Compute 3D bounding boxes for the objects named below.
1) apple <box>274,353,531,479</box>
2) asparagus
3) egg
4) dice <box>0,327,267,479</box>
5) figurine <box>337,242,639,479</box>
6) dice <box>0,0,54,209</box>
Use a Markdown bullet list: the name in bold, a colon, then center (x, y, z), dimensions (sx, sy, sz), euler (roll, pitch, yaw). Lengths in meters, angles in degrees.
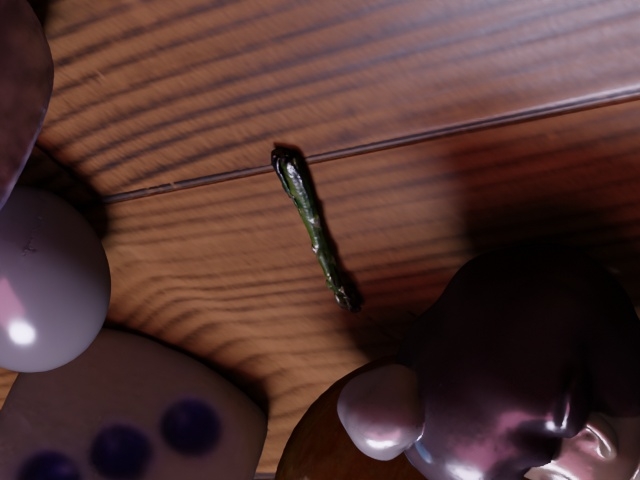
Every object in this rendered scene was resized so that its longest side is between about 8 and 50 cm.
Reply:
- **apple**: center (0.116, 0.228, 1.447), dimensions (0.309, 0.250, 0.277), euler (14, 173, -28)
- **asparagus**: center (0.000, 0.000, 1.363), dimensions (0.022, 0.023, 0.233), euler (56, 174, 37)
- **egg**: center (-0.257, 0.033, 1.447), dimensions (0.146, 0.146, 0.199), euler (15, 145, 8)
- **dice**: center (-0.209, 0.255, 1.694), dimensions (0.259, 0.251, 0.243), euler (21, 153, -2)
- **figurine**: center (0.214, 0.162, 1.265), dimensions (0.365, 0.218, 0.206), euler (43, 117, -5)
- **dice**: center (-0.372, -0.087, 1.185), dimensions (0.270, 0.270, 0.271), euler (35, 148, -23)
